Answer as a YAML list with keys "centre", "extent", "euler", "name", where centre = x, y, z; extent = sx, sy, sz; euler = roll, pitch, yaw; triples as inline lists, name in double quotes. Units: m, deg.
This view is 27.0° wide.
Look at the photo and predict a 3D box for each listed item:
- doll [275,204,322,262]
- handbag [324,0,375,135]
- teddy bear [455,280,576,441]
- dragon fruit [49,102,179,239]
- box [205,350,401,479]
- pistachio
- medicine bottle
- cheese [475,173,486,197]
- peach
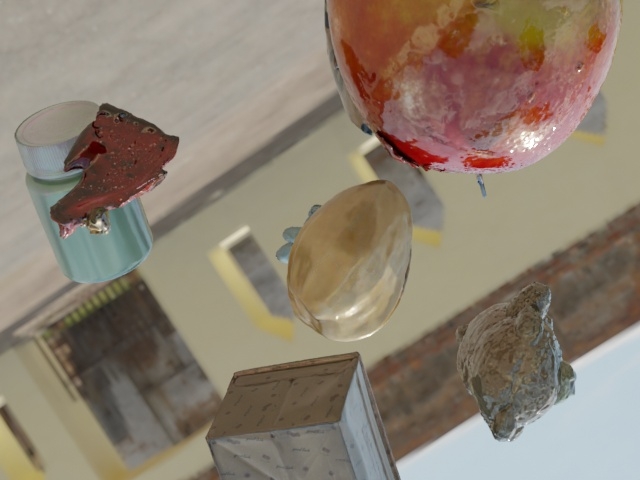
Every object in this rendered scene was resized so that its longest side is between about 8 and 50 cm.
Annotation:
- centre: [0.002, -0.004, 2.020]
  extent: [0.180, 0.120, 0.075]
  euler: [-24, -138, 58]
  name: "doll"
- centre: [0.100, -0.309, 2.002]
  extent: [0.190, 0.251, 0.193]
  euler: [-13, 138, -5]
  name: "handbag"
- centre: [0.277, 0.172, 1.896]
  extent: [0.151, 0.236, 0.267]
  euler: [11, -177, -8]
  name: "teddy bear"
- centre: [-0.258, -0.080, 1.645]
  extent: [0.092, 0.122, 0.192]
  euler: [9, -139, 35]
  name: "dragon fruit"
- centre: [-0.019, 0.362, 2.106]
  extent: [0.225, 0.297, 0.190]
  euler: [-10, -157, 17]
  name: "box"
- centre: [0.043, 0.024, 1.725]
  extent: [0.157, 0.157, 0.229]
  euler: [-34, -156, 58]
  name: "pistachio"
- centre: [-0.322, -0.064, 1.815]
  extent: [0.139, 0.225, 0.139]
  euler: [-11, -147, 7]
  name: "medicine bottle"
- centre: [0.267, -0.192, 2.406]
  extent: [0.074, 0.189, 0.286]
  euler: [-12, 141, 10]
  name: "cheese"
- centre: [0.169, -0.255, 1.553]
  extent: [0.370, 0.370, 0.370]
  euler: [-33, 180, 0]
  name: "peach"
